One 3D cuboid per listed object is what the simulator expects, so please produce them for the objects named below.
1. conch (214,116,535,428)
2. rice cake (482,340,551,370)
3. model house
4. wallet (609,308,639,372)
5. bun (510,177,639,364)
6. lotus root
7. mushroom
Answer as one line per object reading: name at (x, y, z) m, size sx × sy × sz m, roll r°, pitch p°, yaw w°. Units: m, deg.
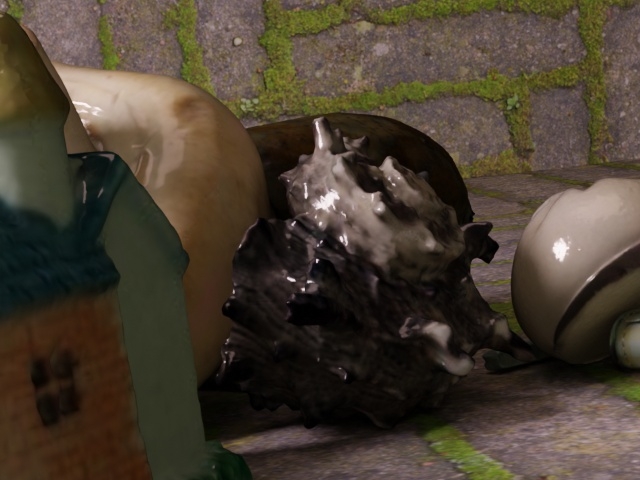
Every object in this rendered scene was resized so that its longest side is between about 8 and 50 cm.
conch at (0.033, 0.023, 1.292) m, size 0.186 × 0.241 × 0.313 m, roll -19°, pitch 9°, yaw 43°
rice cake at (0.190, 0.093, 1.455) m, size 0.121 × 0.022 × 0.022 m, roll -11°, pitch -2°, yaw -36°
model house at (-0.188, 0.040, 0.919) m, size 0.194 × 0.325 × 0.267 m, roll 0°, pitch 8°, yaw 30°
wallet at (0.411, 0.066, 1.297) m, size 0.223 × 0.077 × 0.309 m, roll -16°, pitch 10°, yaw -38°
bun at (0.227, 0.015, 1.401) m, size 0.172 × 0.173 × 0.120 m, roll -11°, pitch 52°, yaw -38°
lotus root at (0.000, 0.000, 1.585) m, size 0.346 × 0.250 × 0.250 m, roll -8°, pitch 6°, yaw -44°
mushroom at (-0.210, -0.025, 1.338) m, size 0.325 × 0.353 × 0.353 m, roll -10°, pitch 7°, yaw -35°
